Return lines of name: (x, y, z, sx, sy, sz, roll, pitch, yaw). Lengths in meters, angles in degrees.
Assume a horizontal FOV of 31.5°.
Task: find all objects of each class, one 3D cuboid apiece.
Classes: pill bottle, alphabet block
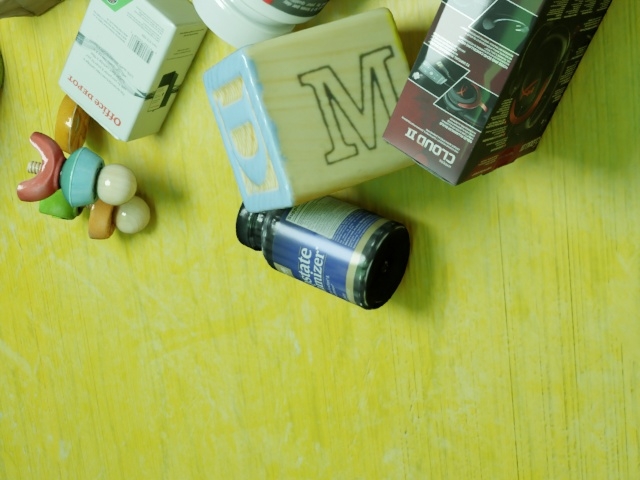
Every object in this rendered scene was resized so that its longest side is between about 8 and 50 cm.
pill bottle: (0.000, 0.000, 1.520, 0.219, 0.123, 0.123, 22, 116, 27)
alphabet block: (-0.006, -0.155, 1.388, 0.192, 0.197, 0.193, 0, 109, 70)
pill bottle: (-0.031, -0.371, 1.400, 0.161, 0.161, 0.283, 51, 125, 10)

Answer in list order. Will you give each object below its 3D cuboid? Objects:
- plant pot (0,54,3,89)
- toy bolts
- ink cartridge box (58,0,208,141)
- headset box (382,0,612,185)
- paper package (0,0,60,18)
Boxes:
plant pot: (-0.652, -0.257, 1.775, 0.275, 0.293, 0.275, 11, 111, 32)
toy bolts: (-0.329, -0.110, 1.682, 0.158, 0.228, 0.218, 13, 90, 2)
ink cartridge box: (-0.272, -0.271, 1.642, 0.153, 0.087, 0.208, 42, 123, 16)
headset box: (0.202, -0.201, 1.260, 0.110, 0.218, 0.293, 35, 122, 21)
paper package: (-0.444, -0.517, 1.633, 0.309, 0.168, 0.325, -22, 93, 38)
